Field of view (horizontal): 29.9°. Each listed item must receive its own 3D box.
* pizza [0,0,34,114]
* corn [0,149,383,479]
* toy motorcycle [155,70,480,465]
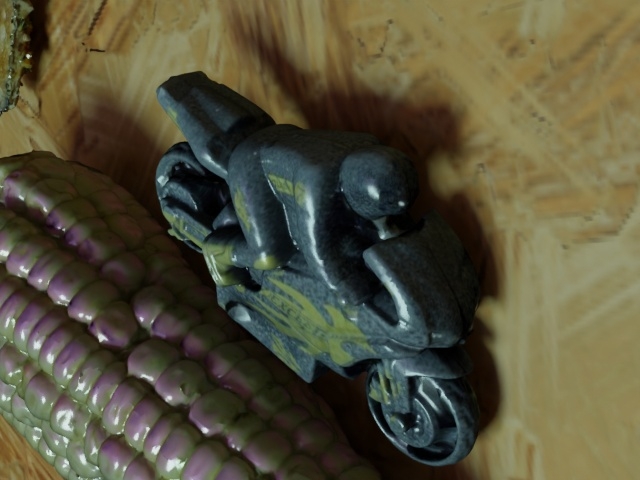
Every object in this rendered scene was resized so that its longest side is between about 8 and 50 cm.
[{"bbox_3d":[-0.176,-0.109,0.674,0.083,0.025,0.078,22,116,51],"label":"pizza"},{"bbox_3d":[-0.068,0.082,0.561,0.335,0.126,0.127,41,132,27],"label":"corn"},{"bbox_3d":[0.000,0.000,0.483,0.193,0.061,0.124,42,139,23],"label":"toy motorcycle"}]
